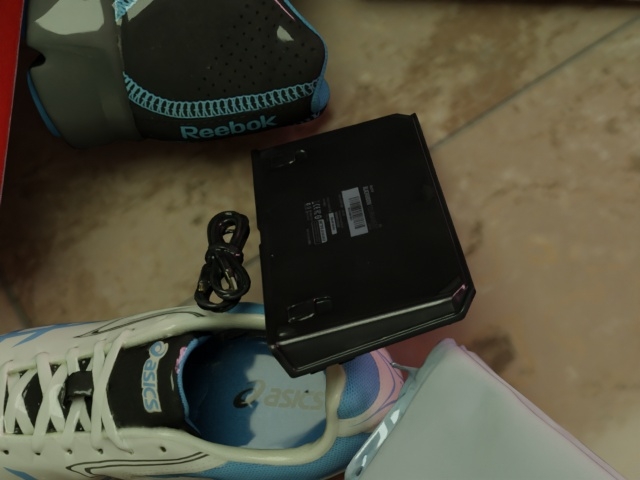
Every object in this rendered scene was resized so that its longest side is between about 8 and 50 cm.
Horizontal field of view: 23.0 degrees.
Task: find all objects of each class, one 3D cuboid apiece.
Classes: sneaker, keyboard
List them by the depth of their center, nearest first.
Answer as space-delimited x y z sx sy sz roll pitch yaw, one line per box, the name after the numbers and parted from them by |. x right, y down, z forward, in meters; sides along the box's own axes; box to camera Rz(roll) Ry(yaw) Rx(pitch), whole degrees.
0.000 0.000 0.651 0.108 0.023 0.180 -15 26 3 | keyboard
-0.083 0.064 0.660 0.237 0.086 0.085 -6 66 14 | sneaker
-0.054 -0.202 0.771 0.139 0.125 0.341 1 74 4 | sneaker

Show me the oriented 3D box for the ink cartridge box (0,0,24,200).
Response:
-0.270 -0.156 0.675 0.271 0.130 0.309 9 77 -27 | ink cartridge box

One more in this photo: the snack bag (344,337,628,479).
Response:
0.056 0.242 0.500 0.342 0.037 0.323 37 93 43 | snack bag
